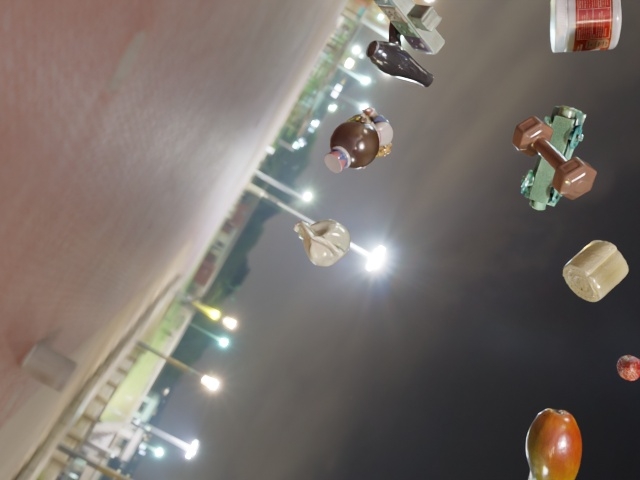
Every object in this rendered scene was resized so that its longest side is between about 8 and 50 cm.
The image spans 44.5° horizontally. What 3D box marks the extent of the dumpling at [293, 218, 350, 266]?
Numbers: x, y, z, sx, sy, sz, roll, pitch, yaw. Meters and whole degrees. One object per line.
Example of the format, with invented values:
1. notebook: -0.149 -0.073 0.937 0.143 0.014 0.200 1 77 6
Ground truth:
1. dumpling: 0.000 0.000 2.016 0.229 0.151 0.124 97 19 -85

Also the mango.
1. mango: 0.629 0.585 2.113 0.129 0.146 0.289 -113 -168 -60

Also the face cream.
1. face cream: 0.805 -0.679 2.383 0.201 0.187 0.200 -1 90 -78

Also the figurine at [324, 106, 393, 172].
1. figurine: 0.108 -0.296 2.337 0.275 0.158 0.161 -39 131 -56

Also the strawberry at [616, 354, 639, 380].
1. strawberry: 0.876 0.359 2.210 0.073 0.073 0.083 -61 166 -9

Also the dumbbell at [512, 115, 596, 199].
1. dumbbell: 0.514 -0.185 1.730 0.092 0.082 0.230 -32 -135 4

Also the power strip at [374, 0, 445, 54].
1. power strip: 0.202 -0.490 1.694 0.061 0.216 0.145 -52 -143 -2

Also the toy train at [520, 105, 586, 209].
1. toy train: 0.662 -0.237 2.214 0.194 0.120 0.298 -30 137 -62

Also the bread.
1. bread: 0.834 0.091 2.375 0.141 0.148 0.134 -37 -159 -17

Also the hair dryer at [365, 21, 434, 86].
1. hair dryer: 0.200 -0.487 1.861 0.075 0.196 0.219 -8 -109 50
